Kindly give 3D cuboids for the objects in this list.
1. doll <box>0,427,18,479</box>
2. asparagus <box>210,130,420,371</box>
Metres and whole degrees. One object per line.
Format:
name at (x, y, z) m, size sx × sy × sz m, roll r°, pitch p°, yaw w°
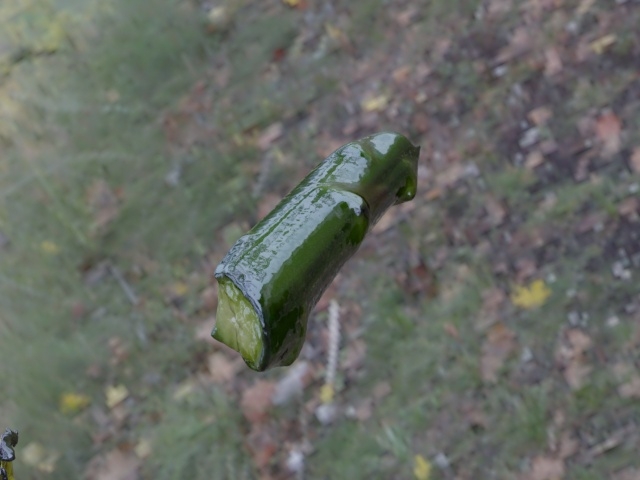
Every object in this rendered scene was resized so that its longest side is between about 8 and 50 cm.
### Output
doll at (-0.223, 0.136, 0.658) m, size 0.220 × 0.143 × 0.135 m, roll -6°, pitch 26°, yaw -4°
asparagus at (0.000, -0.001, 0.399) m, size 0.021 × 0.025 × 0.108 m, roll 10°, pitch 28°, yaw 18°
